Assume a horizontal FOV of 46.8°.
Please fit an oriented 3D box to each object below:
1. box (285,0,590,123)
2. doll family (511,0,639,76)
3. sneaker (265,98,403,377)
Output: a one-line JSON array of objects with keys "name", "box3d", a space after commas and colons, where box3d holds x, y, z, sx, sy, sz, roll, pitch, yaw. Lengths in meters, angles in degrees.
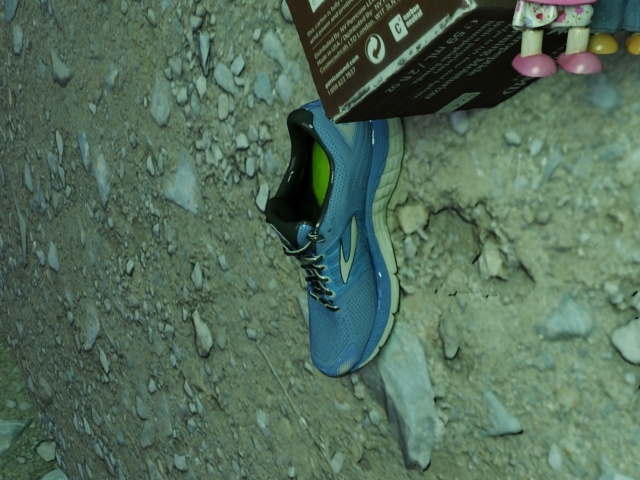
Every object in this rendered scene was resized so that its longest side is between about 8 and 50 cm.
[{"name": "box", "box3d": [0.100, -0.209, 0.591, 0.168, 0.203, 0.167, -32, 74, 51]}, {"name": "doll family", "box3d": [0.226, -0.201, 0.459, 0.118, 0.262, 0.163, -85, -8, -59]}, {"name": "sneaker", "box3d": [0.000, 0.000, 0.824, 0.129, 0.147, 0.330, 17, 114, 49]}]
